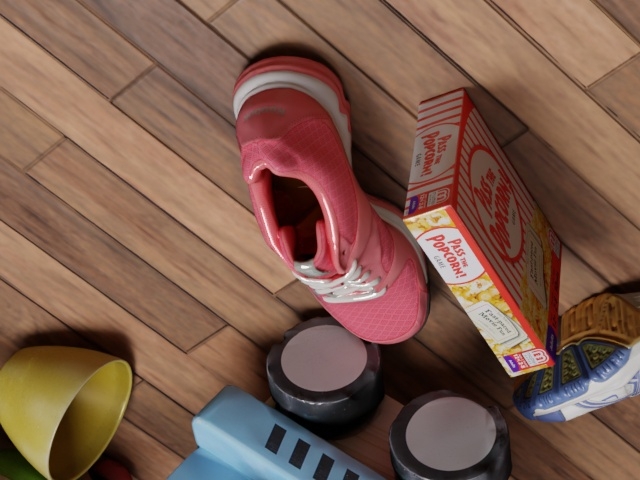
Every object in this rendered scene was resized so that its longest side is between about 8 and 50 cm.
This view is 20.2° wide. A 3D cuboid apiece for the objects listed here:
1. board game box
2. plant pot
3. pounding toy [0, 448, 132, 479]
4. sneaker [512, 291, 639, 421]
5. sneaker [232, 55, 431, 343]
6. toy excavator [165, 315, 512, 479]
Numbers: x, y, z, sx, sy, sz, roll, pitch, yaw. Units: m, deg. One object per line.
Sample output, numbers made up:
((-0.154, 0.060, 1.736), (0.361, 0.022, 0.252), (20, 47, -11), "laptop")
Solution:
((0.137, -0.006, 1.475), (0.045, 0.147, 0.193), (-18, 128, 25), "board game box")
((-0.258, 0.154, 1.723), (0.095, 0.134, 0.134), (26, 138, 20), "plant pot")
((-0.281, 0.239, 1.832), (0.237, 0.110, 0.183), (23, 151, 28), "pounding toy")
((0.305, 0.101, 1.572), (0.131, 0.112, 0.296), (38, 129, -25), "sneaker")
((-0.001, 0.000, 1.511), (0.116, 0.136, 0.314), (-13, 130, 21), "sneaker")
((-0.097, 0.280, 1.613), (0.433, 0.445, 0.222), (28, 145, 28), "toy excavator")
